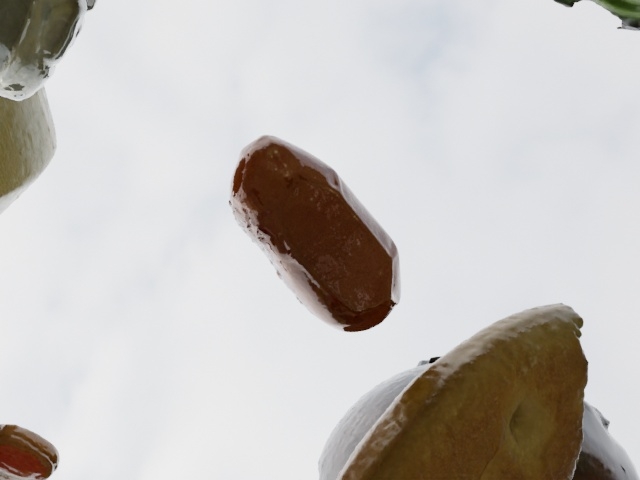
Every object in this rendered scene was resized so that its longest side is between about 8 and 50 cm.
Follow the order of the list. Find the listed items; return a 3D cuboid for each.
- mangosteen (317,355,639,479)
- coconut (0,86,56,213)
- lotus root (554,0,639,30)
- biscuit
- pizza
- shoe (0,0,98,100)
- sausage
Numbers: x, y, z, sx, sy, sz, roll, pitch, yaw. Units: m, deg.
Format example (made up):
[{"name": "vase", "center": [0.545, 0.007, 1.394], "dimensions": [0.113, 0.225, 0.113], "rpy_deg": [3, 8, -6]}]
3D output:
[{"name": "mangosteen", "center": [0.167, 0.336, 1.054], "dimensions": [0.381, 0.381, 0.421], "rpy_deg": [4, -75, -20]}, {"name": "coconut", "center": [-0.364, -0.106, 0.845], "dimensions": [0.245, 0.245, 0.247], "rpy_deg": [-17, -67, -19]}, {"name": "lotus root", "center": [0.188, -0.218, 0.475], "dimensions": [0.186, 0.186, 0.186], "rpy_deg": [-1, -88, -20]}, {"name": "biscuit", "center": [-0.318, 0.231, 0.850], "dimensions": [0.165, 0.250, 0.036], "rpy_deg": [23, -140, -9]}, {"name": "pizza", "center": [0.095, 0.198, 0.732], "dimensions": [0.182, 0.074, 0.365], "rpy_deg": [43, -106, -32]}, {"name": "shoe", "center": [-0.116, -0.164, 0.323], "dimensions": [0.125, 0.099, 0.227], "rpy_deg": [10, -77, -18]}, {"name": "sausage", "center": [0.000, 0.000, 0.729], "dimensions": [0.089, 0.089, 0.179], "rpy_deg": [-47, -70, -13]}]
